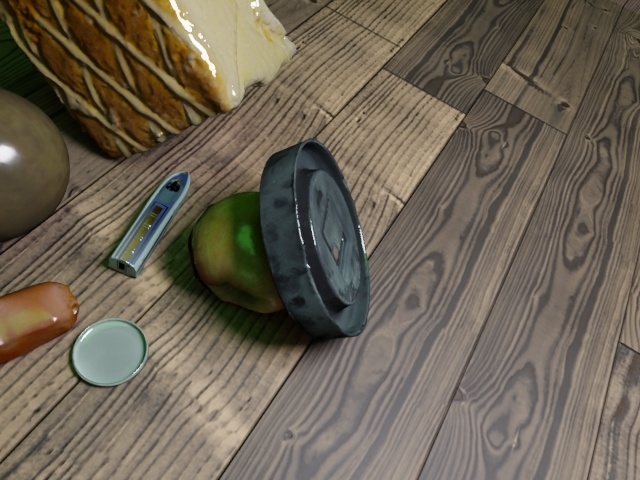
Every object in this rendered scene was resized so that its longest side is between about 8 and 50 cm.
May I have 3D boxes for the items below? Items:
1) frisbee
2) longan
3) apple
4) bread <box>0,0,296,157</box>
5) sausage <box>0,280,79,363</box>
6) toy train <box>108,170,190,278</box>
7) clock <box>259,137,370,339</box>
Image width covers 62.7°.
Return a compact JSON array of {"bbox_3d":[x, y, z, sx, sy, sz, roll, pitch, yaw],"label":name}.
[{"bbox_3d":[-0.319,0.169,0.800,0.110,0.014,0.110,7,54,-9],"label":"frisbee"},{"bbox_3d":[-0.523,-0.122,0.806,0.258,0.258,0.258,7,54,-10],"label":"longan"},{"bbox_3d":[-0.110,0.011,0.880,0.207,0.174,0.188,32,55,-12],"label":"apple"},{"bbox_3d":[-0.302,-0.383,0.912,0.390,0.371,0.279,56,39,-27],"label":"bread"},{"bbox_3d":[-0.491,0.147,0.729,0.300,0.083,0.089,-26,59,-32],"label":"sausage"},{"bbox_3d":[-0.293,-0.049,0.940,0.055,0.048,0.252,21,53,-2],"label":"toy train"},{"bbox_3d":[0.001,-0.001,0.837,0.066,0.319,0.319,-12,53,19],"label":"clock"}]
